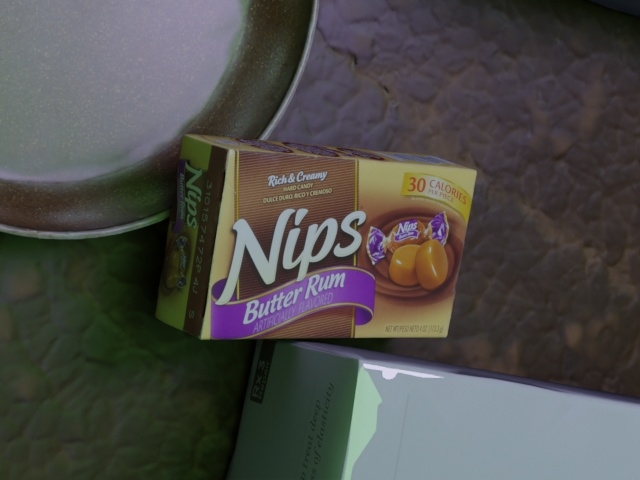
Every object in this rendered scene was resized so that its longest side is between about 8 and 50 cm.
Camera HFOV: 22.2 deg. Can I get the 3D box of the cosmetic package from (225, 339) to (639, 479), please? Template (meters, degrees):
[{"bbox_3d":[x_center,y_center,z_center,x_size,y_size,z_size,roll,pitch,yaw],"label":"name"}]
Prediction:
[{"bbox_3d":[0.137,0.192,0.995,0.385,0.156,0.217,9,89,-26],"label":"cosmetic package"}]

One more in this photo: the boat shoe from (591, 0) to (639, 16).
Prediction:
[{"bbox_3d":[0.247,-0.228,1.054,0.367,0.136,0.156,12,86,-28],"label":"boat shoe"}]

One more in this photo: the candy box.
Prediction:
[{"bbox_3d":[0.000,0.000,0.953,0.187,0.053,0.109,3,101,-40],"label":"candy box"}]

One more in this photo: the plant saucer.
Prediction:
[{"bbox_3d":[-0.148,-0.155,0.912,0.311,0.050,0.310,0,90,-25],"label":"plant saucer"}]
